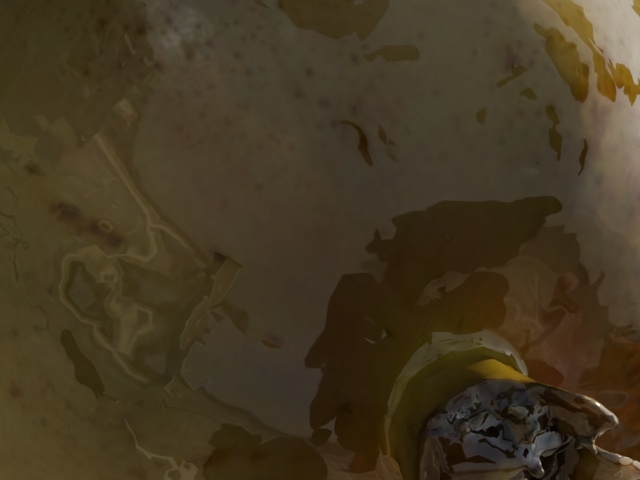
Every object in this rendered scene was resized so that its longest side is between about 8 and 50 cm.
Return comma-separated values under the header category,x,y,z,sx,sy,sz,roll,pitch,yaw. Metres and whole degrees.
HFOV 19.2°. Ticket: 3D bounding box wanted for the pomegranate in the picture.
category,x,y,z,sx,sy,sz,roll,pitch,yaw
pomegranate,0.000,0.000,0.629,0.319,0.319,0.319,32,18,-12
